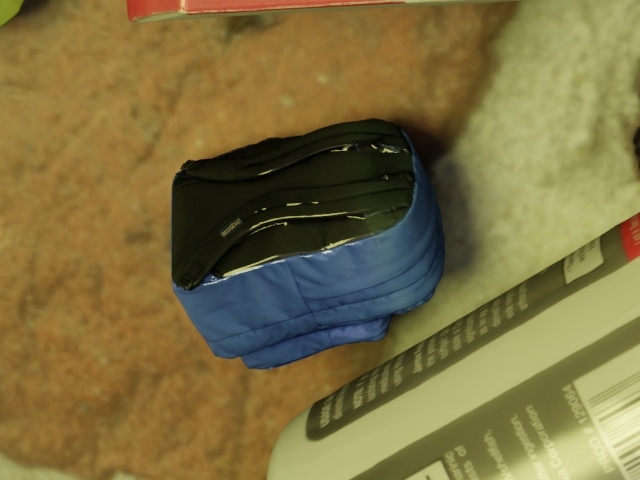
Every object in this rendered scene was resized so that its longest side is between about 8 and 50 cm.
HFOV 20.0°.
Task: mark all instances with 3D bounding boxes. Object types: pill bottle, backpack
[{"bbox_3d":[0.087,0.125,0.849,0.318,0.176,0.176,-31,104,15],"label":"pill bottle"},{"bbox_3d":[0.000,0.000,0.858,0.120,0.098,0.101,-19,136,12],"label":"backpack"}]

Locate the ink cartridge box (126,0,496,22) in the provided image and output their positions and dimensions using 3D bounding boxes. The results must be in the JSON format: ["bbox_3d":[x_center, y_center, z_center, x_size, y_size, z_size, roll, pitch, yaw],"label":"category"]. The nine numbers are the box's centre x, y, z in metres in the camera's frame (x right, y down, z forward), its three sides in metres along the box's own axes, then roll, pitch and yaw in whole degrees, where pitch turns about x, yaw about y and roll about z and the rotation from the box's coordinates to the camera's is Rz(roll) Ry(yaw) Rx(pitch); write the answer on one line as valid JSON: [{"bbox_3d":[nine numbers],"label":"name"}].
[{"bbox_3d":[0.006,-0.211,0.724,0.172,0.100,0.237,-6,96,-18],"label":"ink cartridge box"}]

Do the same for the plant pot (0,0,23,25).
[{"bbox_3d":[-0.171,-0.136,0.838,0.083,0.083,0.079,-32,115,15],"label":"plant pot"}]
